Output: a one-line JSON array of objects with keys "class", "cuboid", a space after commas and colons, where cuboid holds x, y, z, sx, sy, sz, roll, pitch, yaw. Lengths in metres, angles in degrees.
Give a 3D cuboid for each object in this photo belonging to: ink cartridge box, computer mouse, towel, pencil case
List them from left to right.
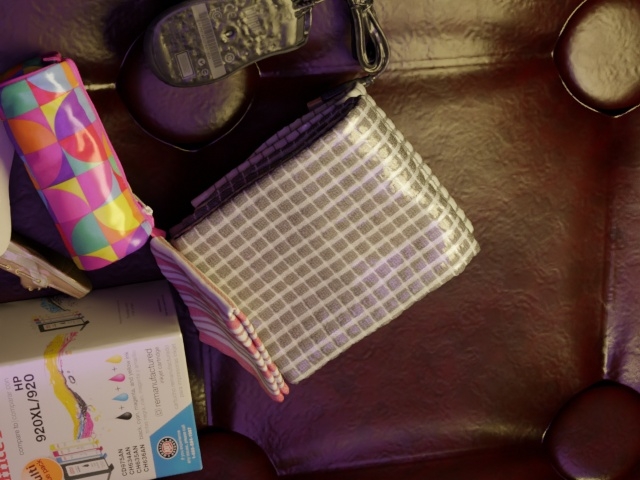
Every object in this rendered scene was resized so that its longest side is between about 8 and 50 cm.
[{"class": "pencil case", "cuboid": [-0.260, -0.084, 1.457, 0.104, 0.104, 0.236, -27, 111, -2]}, {"class": "ink cartridge box", "cuboid": [-0.263, 0.164, 1.504, 0.233, 0.168, 0.171, -9, 111, -8]}, {"class": "towel", "cuboid": [-0.111, 0.089, 1.491, 0.029, 0.144, 0.197, -43, 144, -13]}, {"class": "computer mouse", "cuboid": [-0.054, -0.212, 1.488, 0.262, 0.060, 0.184, -25, 120, -6]}, {"class": "towel", "cuboid": [0.000, 0.000, 1.511, 0.284, 0.121, 0.235, -37, 112, 12]}]

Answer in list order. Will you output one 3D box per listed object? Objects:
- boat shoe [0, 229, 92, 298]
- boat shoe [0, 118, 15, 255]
[{"class": "boat shoe", "cuboid": [-0.318, 0.030, 1.515, 0.135, 0.050, 0.045, 32, 103, -10]}, {"class": "boat shoe", "cuboid": [-0.364, -0.071, 1.459, 0.063, 0.066, 0.184, 1, 96, 30]}]
